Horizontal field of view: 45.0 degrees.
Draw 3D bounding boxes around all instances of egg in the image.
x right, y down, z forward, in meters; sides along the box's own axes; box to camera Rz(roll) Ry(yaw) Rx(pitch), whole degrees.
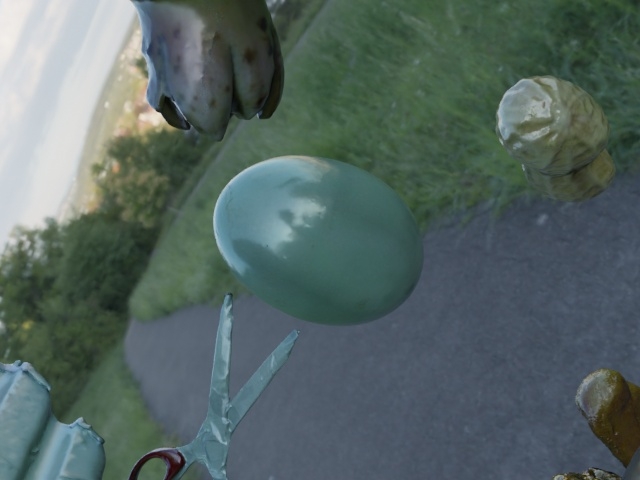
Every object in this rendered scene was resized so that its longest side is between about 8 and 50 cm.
[{"bbox_3d":[0.000,0.000,0.795,0.168,0.231,0.168,-47,32,42],"label":"egg"}]

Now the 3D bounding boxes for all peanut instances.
[{"bbox_3d":[0.336,-0.132,1.071,0.136,0.298,0.120,13,80,31],"label":"peanut"}]

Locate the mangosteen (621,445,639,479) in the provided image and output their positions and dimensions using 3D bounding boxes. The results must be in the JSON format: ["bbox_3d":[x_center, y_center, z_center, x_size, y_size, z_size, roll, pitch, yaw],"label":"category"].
[{"bbox_3d":[0.407,0.220,0.548,0.381,0.381,0.421,-55,-9,35],"label":"mangosteen"}]

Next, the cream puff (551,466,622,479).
[{"bbox_3d":[0.323,0.319,0.892,0.104,0.133,0.119,-54,-18,-28],"label":"cream puff"}]

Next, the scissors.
[{"bbox_3d":[-0.094,0.176,0.724,0.017,0.144,0.248,-8,-59,-65],"label":"scissors"}]

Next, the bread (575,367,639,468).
[{"bbox_3d":[0.584,0.359,1.434,0.124,0.344,0.084,-48,26,-5],"label":"bread"}]

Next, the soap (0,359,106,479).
[{"bbox_3d":[-0.323,0.239,0.578,0.156,0.261,0.446,-59,16,14],"label":"soap"}]

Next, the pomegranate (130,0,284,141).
[{"bbox_3d":[-0.058,-0.161,0.317,0.210,0.179,0.179,66,-153,-51],"label":"pomegranate"}]
